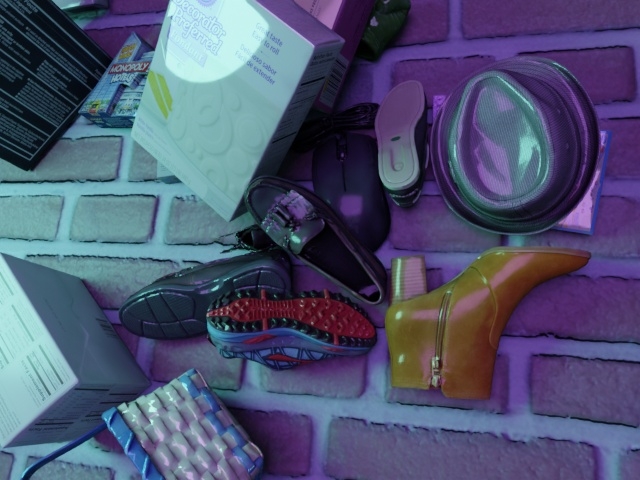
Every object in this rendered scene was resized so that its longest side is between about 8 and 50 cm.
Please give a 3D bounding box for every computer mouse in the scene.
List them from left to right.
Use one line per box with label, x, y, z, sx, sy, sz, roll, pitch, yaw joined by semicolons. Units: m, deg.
computer mouse;0.035;-0.105;0.909;0.188;0.072;0.272;-15;72;10

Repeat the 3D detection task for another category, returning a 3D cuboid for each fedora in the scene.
fedora;0.262;-0.144;0.778;0.243;0.124;0.276;-8;84;28

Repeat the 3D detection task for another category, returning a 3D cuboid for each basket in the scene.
basket;-0.237;0.351;0.771;0.289;0.201;0.255;-30;65;-28

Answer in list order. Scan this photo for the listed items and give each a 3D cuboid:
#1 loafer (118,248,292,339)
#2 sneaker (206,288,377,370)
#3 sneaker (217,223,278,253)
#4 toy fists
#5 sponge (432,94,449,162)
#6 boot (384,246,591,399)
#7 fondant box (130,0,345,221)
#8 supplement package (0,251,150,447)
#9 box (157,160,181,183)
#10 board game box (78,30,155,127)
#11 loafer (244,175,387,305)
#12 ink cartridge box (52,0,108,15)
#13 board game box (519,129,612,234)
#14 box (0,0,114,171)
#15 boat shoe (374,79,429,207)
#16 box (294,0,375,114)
loafer;-0.187;0.087;0.917;0.302;0.095;0.109;-16;116;12
sneaker;-0.044;0.146;0.856;0.261;0.125;0.104;8;44;-4
sneaker;-0.079;-0.006;0.888;0.170;0.089;0.051;-3;101;36
toy fists;0.025;-0.441;0.991;0.279;0.096;0.142;27;83;21
sponge;0.286;-0.181;0.883;0.210;0.031;0.117;1;77;15
boot;0.241;0.120;0.788;0.295;0.104;0.211;-6;80;16
fondant box;-0.144;-0.228;0.843;0.238;0.096;0.330;40;126;9
supplement package;-0.445;0.179;0.888;0.145;0.204;0.262;-42;69;-1
box;-0.231;-0.207;1.026;0.145;0.038;0.186;-5;73;13
board game box;-0.352;-0.313;1.051;0.194;0.060;0.194;9;72;38
loafer;0.000;0.000;0.818;0.267;0.084;0.096;38;101;-11
ink cartridge box;-0.608;-0.608;1.175;0.275;0.060;0.239;-3;102;14
board game box;0.366;-0.092;0.818;0.103;0.026;0.154;11;94;15
box;-0.601;-0.338;1.023;0.182;0.296;0.294;41;88;21
boat shoe;0.138;-0.164;0.900;0.084;0.079;0.233;-7;59;25
box;-0.065;-0.358;0.912;0.243;0.117;0.214;25;100;19
